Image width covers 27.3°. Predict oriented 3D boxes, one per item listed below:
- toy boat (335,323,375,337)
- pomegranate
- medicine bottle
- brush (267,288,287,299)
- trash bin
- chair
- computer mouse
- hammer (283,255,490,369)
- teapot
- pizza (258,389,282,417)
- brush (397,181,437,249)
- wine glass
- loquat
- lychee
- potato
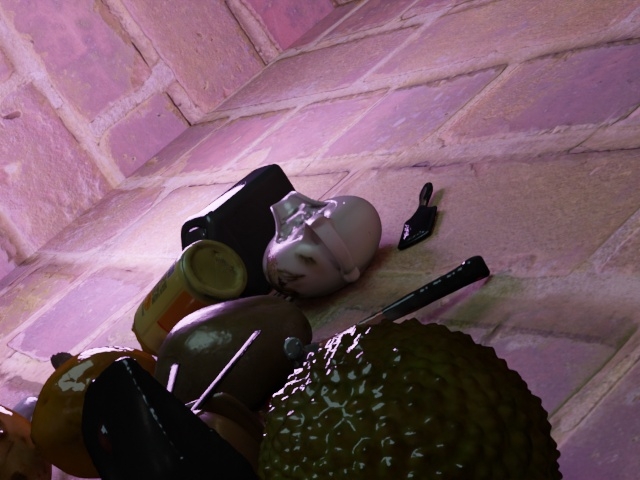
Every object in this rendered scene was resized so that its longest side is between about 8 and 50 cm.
[{"bbox_3d":[0.028,0.179,1.616,0.057,0.077,0.200,-28,17,42],"label":"toy boat"},{"bbox_3d":[-0.523,0.357,1.948,0.260,0.260,0.260,-32,17,11],"label":"pomegranate"},{"bbox_3d":[-0.220,0.105,2.147,0.239,0.124,0.124,-48,3,46],"label":"medicine bottle"},{"bbox_3d":[-0.097,0.112,2.105,0.103,0.047,0.233,-20,18,41],"label":"brush"},{"bbox_3d":[-0.126,-0.004,2.258,0.101,0.177,0.236,-16,21,49],"label":"trash bin"},{"bbox_3d":[-0.110,0.244,1.569,0.172,0.159,0.247,-25,18,25],"label":"chair"},{"bbox_3d":[-0.174,0.266,1.439,0.087,0.295,0.168,-28,-26,-46],"label":"computer mouse"},{"bbox_3d":[0.090,0.097,1.729,0.287,0.033,0.111,-28,-27,1],"label":"hammer"},{"bbox_3d":[0.000,0.000,2.055,0.204,0.139,0.298,-35,16,-12],"label":"teapot"},{"bbox_3d":[-0.033,0.209,1.737,0.100,0.029,0.099,-38,18,-8],"label":"pizza"},{"bbox_3d":[0.158,-0.044,2.080,0.063,0.016,0.193,-27,19,24],"label":"brush"},{"bbox_3d":[-0.513,0.301,2.367,0.074,0.074,0.262,-24,21,33],"label":"wine glass"},{"bbox_3d":[-0.311,0.246,1.918,0.234,0.176,0.187,-28,-26,-8],"label":"loquat"},{"bbox_3d":[0.076,0.196,1.173,0.270,0.270,0.320,-38,-19,-8],"label":"lychee"},{"bbox_3d":[-0.119,0.160,1.834,0.235,0.160,0.178,-28,51,-25],"label":"potato"}]
